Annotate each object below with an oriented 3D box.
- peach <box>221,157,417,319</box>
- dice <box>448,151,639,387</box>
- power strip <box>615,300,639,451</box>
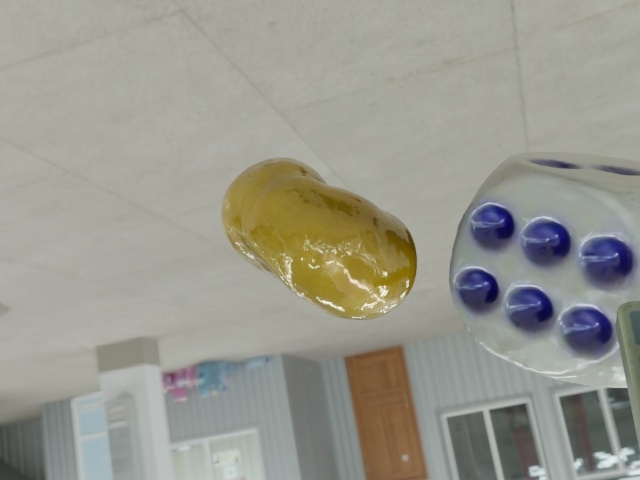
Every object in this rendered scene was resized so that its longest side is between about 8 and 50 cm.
[{"bbox_3d":[0.000,0.000,0.722,0.179,0.103,0.179,29,-177,-1],"label":"peach"},{"bbox_3d":[0.331,0.027,1.015,0.251,0.243,0.259,-9,-157,-44],"label":"dice"},{"bbox_3d":[0.333,0.152,0.725,0.117,0.271,0.046,-2,132,10],"label":"power strip"}]
